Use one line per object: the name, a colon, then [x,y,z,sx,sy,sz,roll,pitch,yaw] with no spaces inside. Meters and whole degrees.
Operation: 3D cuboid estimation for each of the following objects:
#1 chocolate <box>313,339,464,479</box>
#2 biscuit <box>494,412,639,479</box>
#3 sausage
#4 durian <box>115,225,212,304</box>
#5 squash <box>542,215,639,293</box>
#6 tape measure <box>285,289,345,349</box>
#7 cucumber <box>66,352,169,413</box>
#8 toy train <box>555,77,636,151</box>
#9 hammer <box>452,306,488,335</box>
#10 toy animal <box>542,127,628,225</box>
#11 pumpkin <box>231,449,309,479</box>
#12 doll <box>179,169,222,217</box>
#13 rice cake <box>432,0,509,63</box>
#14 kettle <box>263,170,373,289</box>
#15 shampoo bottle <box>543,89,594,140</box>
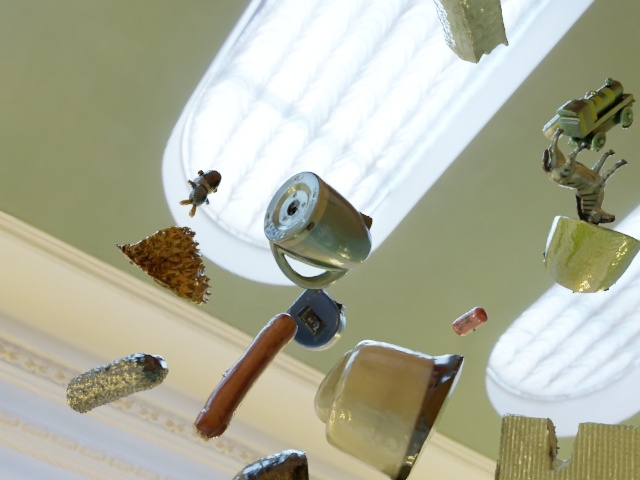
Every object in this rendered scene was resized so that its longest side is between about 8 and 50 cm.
chocolate: [0.150,0.379,1.527,0.297,0.326,0.314,29,161,14]
biscuit: [0.397,0.353,0.993,0.046,0.250,0.147,30,-119,-42]
sausage: [-0.202,0.366,1.731,0.094,0.094,0.419,20,-125,26]
durian: [-0.368,0.087,1.660,0.195,0.185,0.305,58,-179,24]
squash: [0.597,-0.013,1.370,0.189,0.189,0.260,57,166,34]
tape measure: [-0.070,0.325,2.208,0.215,0.351,0.098,42,-179,25]
cucumber: [-0.451,0.309,1.410,0.096,0.359,0.096,25,-127,-37]
toy train: [0.665,-0.303,1.511,0.083,0.200,0.132,24,148,56]
hammer: [0.324,0.177,1.366,0.043,0.083,0.043,26,-139,-25]
toy animal: [0.577,-0.132,1.405,0.217,0.176,0.073,25,-152,-6]
pumpkin: [-0.145,0.725,1.661,0.232,0.324,0.242,1,178,-14]
doll: [-0.361,-0.153,1.919,0.179,0.089,0.102,-51,-59,-29]
rice cake: [0.161,-0.280,0.711,0.069,0.063,0.206,49,-179,30]
kettle: [0.000,0.000,1.985,0.342,0.319,0.247,34,-171,-37]
shampoo bottle: [0.768,-0.384,1.943,0.065,0.204,0.065,5,-113,-13]
